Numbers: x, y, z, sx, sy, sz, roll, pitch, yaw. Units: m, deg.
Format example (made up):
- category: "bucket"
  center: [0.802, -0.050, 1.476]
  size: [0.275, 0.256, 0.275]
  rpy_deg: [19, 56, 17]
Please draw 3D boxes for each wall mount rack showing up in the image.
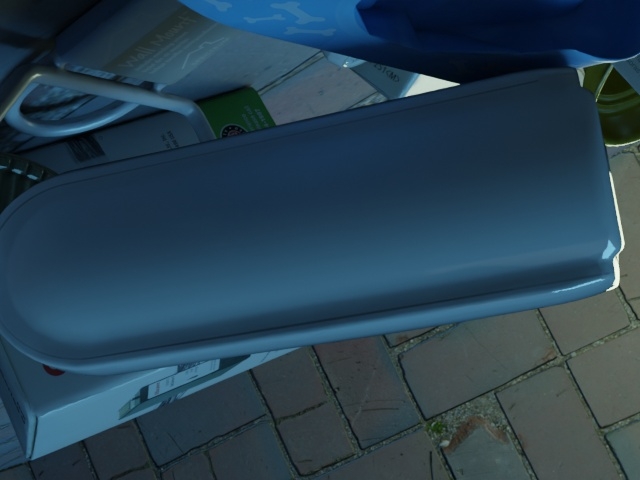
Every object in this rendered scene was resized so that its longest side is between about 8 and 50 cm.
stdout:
- category: "wall mount rack"
  center: [-0.075, -0.111, 0.606]
  size: [0.350, 0.130, 0.304]
  rpy_deg: [-31, 166, 26]

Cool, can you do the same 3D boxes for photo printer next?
- category: "photo printer"
  center: [0.000, 0.000, 0.549]
  size: [0.308, 0.107, 0.256]
  rpy_deg: [-10, 177, 15]

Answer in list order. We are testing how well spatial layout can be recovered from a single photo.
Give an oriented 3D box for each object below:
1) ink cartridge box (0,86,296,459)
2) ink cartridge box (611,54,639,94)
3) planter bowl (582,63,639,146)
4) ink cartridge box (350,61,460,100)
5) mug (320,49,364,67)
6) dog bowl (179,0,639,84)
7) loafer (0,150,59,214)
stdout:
- category: "ink cartridge box"
  center: [-0.144, 0.020, 0.851]
  size: [0.289, 0.211, 0.121]
  rpy_deg: [-20, 160, -26]
- category: "ink cartridge box"
  center: [0.273, -0.221, 0.725]
  size: [0.087, 0.153, 0.208]
  rpy_deg: [-17, 153, -45]
- category: "planter bowl"
  center: [0.308, -0.197, 0.956]
  size: [0.217, 0.090, 0.217]
  rpy_deg: [-26, 149, -18]
- category: "ink cartridge box"
  center: [0.166, -0.221, 0.866]
  size: [0.239, 0.060, 0.275]
  rpy_deg: [-57, 158, 21]
- category: "mug"
  center: [0.022, -0.166, 0.754]
  size: [0.078, 0.064, 0.062]
  rpy_deg: [-31, 168, 29]
- category: "dog bowl"
  center: [0.032, -0.153, 0.444]
  size: [0.297, 0.165, 0.074]
  rpy_deg: [5, 161, -38]
- category: "loafer"
  center: [-0.280, -0.015, 0.677]
  size: [0.269, 0.101, 0.092]
  rpy_deg: [7, 179, -43]
